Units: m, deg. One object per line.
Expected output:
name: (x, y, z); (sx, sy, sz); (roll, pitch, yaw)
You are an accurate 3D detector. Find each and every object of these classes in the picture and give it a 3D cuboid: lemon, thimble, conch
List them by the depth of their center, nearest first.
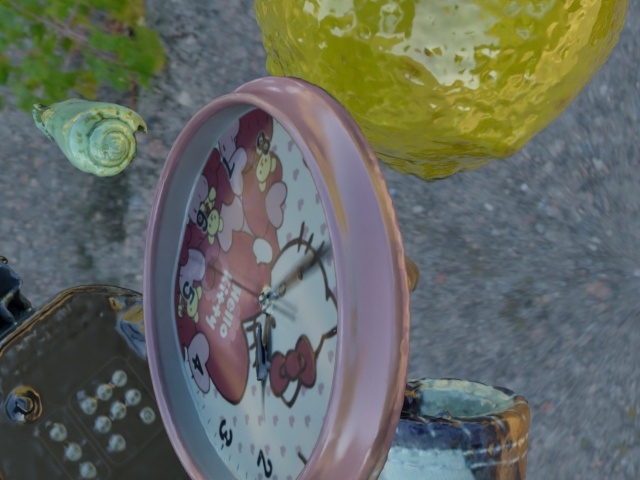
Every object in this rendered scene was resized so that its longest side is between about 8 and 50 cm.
lemon: (0.103, -0.232, 1.102); (0.349, 0.350, 0.387); (6, 124, 15)
conch: (-0.263, -0.132, 1.466); (0.170, 0.105, 0.079); (33, 123, 46)
thimble: (0.155, 0.267, 1.633); (0.237, 0.237, 0.150); (3, 98, 15)

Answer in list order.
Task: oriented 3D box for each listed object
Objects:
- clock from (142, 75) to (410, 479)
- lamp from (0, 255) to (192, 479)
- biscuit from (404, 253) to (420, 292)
clock: (-0.027, 0.033, 0.677); (0.244, 0.056, 0.245); (-1, 89, 58)
lamp: (-0.213, 0.164, 1.031); (0.374, 0.272, 0.205); (43, 54, 5)
biscuit: (0.000, 0.000, 1.703); (0.290, 0.237, 0.062); (25, 93, 8)
